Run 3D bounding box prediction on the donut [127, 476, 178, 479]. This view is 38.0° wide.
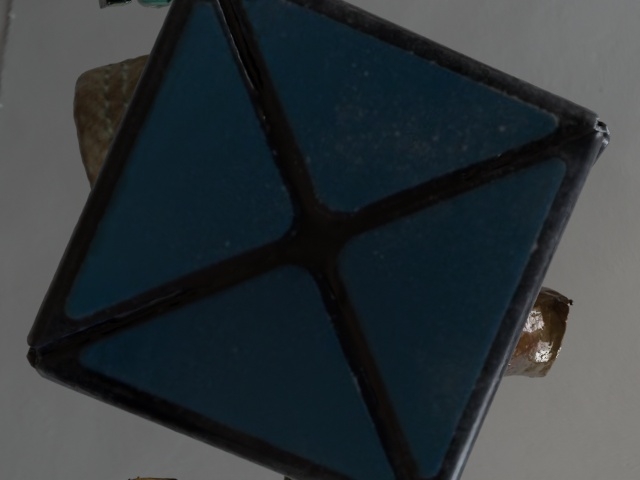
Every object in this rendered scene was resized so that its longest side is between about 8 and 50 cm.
[{"bbox_3d":[-0.209,0.326,1.172,0.083,0.067,0.037,1,-80,9],"label":"donut"}]

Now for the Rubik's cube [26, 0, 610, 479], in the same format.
[{"bbox_3d":[0.000,0.000,0.606,0.260,0.255,0.259,21,-89,-1],"label":"Rubik's cube"}]

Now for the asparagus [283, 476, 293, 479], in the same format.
[{"bbox_3d":[-0.030,0.209,1.090,0.024,0.025,0.248,28,-49,33],"label":"asparagus"}]

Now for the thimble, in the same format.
[{"bbox_3d":[-0.187,-0.102,1.094,0.148,0.196,0.229,-12,-86,6],"label":"thimble"}]

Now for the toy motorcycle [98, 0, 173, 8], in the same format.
[{"bbox_3d":[-0.210,-0.313,1.127,0.173,0.100,0.058,15,-65,64],"label":"toy motorcycle"}]

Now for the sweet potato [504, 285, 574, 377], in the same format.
[{"bbox_3d":[0.136,0.109,1.079,0.131,0.337,0.131,0,-90,62],"label":"sweet potato"}]
